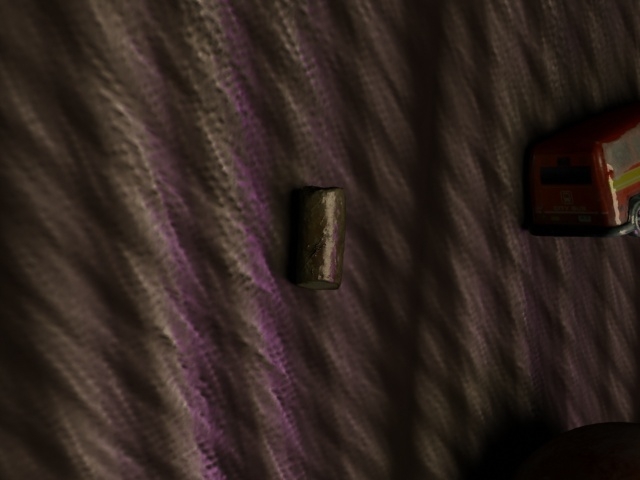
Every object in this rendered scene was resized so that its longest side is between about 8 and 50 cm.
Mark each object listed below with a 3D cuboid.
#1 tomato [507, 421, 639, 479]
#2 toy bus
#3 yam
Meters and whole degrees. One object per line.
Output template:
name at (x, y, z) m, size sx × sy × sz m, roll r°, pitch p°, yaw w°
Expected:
tomato at (0.324, 0.347, 1.085) m, size 0.282 × 0.317 × 0.317 m, roll -19°, pitch 115°, yaw -13°
toy bus at (0.339, -0.084, 1.130) m, size 0.265 × 0.121 × 0.120 m, roll -22°, pitch 105°, yaw -38°
yam at (0.000, 0.000, 0.881) m, size 0.043 × 0.043 × 0.094 m, roll -5°, pitch 102°, yaw -42°
